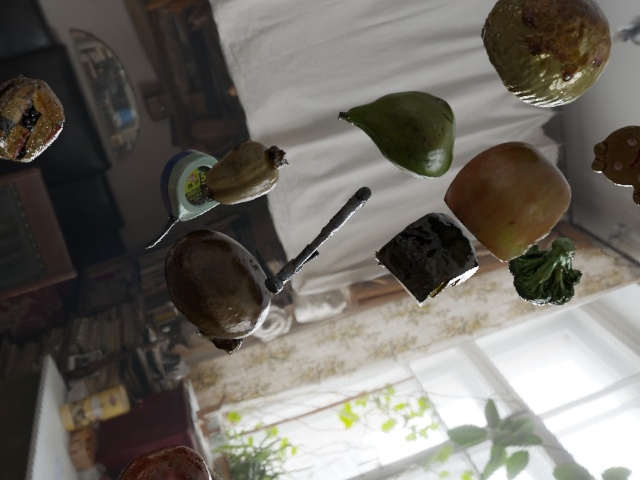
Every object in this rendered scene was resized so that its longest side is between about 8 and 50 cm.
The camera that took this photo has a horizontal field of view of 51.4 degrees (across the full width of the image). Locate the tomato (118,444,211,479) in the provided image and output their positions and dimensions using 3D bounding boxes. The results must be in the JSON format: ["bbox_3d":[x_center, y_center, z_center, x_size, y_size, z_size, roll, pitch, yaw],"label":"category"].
[{"bbox_3d":[-0.360,0.588,1.517,0.188,0.232,0.232,-35,-108,57],"label":"tomato"}]

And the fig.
[{"bbox_3d":[0.218,-0.292,1.774,0.233,0.314,0.233,-168,-90,-77],"label":"fig"}]

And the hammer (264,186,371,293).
[{"bbox_3d":[-0.001,-0.001,1.477,0.044,0.152,0.427,48,-33,2],"label":"hammer"}]

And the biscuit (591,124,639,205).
[{"bbox_3d":[0.759,-0.176,1.539,0.249,0.184,0.035,32,14,17],"label":"biscuit"}]

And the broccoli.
[{"bbox_3d":[0.779,0.101,2.291,0.254,0.269,0.269,29,-20,10],"label":"broccoli"}]

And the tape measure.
[{"bbox_3d":[-0.443,-0.140,2.047,0.098,0.351,0.215,20,-48,32],"label":"tape measure"}]

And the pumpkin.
[{"bbox_3d":[0.343,0.057,2.082,0.225,0.303,0.256,52,-25,16],"label":"pumpkin"}]

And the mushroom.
[{"bbox_3d":[-0.313,0.138,1.891,0.356,0.334,0.331,-27,-113,39],"label":"mushroom"}]

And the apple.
[{"bbox_3d":[0.567,-0.127,1.980,0.314,0.309,0.252,50,18,18],"label":"apple"}]

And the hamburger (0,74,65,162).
[{"bbox_3d":[-0.750,-0.300,1.682,0.106,0.231,0.231,24,-33,24],"label":"hamburger"}]

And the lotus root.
[{"bbox_3d":[-0.211,-0.188,1.842,0.140,0.256,0.154,-109,175,-83],"label":"lotus root"}]

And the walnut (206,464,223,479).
[{"bbox_3d":[-0.387,0.759,1.780,0.398,0.308,0.354,32,-60,39],"label":"walnut"}]

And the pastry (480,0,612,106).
[{"bbox_3d":[0.683,-0.597,1.978,0.312,0.388,0.389,-36,-112,44],"label":"pastry"}]
